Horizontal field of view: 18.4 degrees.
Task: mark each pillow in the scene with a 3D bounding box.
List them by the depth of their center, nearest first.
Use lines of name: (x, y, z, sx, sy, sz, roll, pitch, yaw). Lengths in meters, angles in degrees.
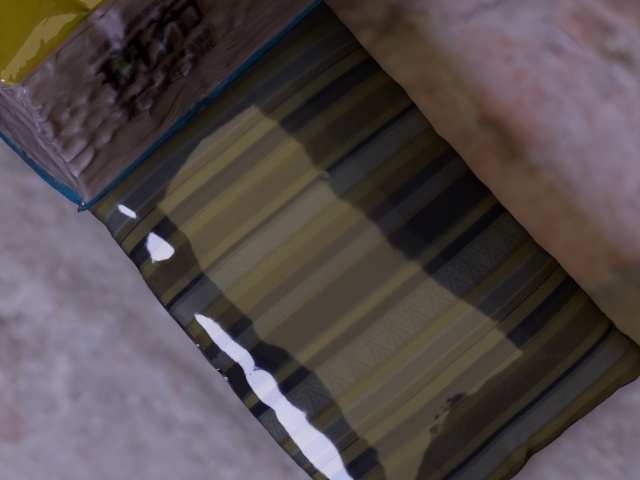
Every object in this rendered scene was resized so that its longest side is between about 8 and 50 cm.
pillow: (0.000, 0.000, 0.645, 0.113, 0.038, 0.203, -40, 83, -6)

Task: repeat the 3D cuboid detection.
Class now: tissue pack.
tissue pack: (-0.057, -0.111, 0.616, 0.169, 0.082, 0.120, -42, 55, -9)
